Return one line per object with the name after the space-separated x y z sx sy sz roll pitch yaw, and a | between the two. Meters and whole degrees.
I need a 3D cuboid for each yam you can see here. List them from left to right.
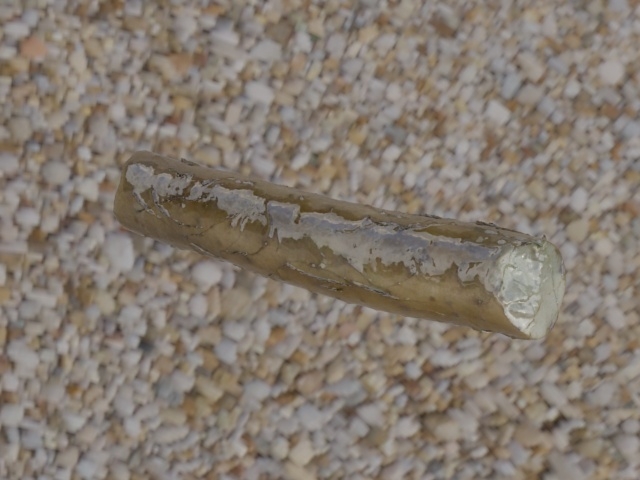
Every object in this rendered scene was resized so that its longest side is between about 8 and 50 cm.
0.000 0.000 0.453 0.145 0.032 0.032 14 59 33 | yam
